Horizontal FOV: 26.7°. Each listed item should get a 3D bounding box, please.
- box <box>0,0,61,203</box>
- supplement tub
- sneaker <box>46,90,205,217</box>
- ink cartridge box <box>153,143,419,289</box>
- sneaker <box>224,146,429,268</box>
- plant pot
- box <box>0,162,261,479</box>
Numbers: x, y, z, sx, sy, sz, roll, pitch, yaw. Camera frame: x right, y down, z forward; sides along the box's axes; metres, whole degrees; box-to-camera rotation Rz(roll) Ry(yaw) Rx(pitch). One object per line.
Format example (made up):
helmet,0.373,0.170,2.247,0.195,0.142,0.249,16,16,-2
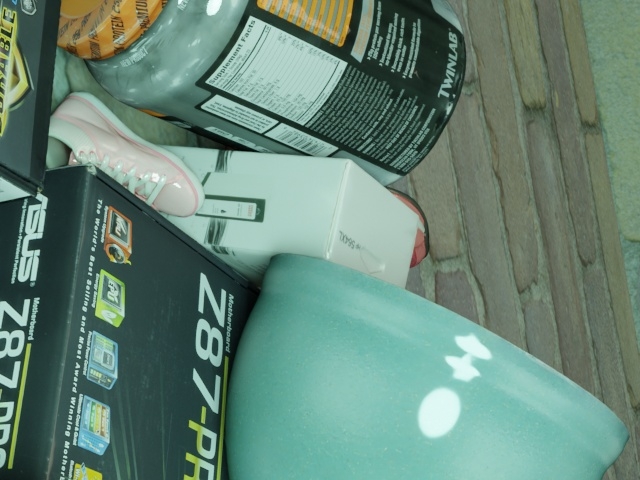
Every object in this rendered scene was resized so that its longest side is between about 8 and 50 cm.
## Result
box,-0.276,-0.207,0.843,0.293,0.073,0.295,40,46,-56
supplement tub,-0.051,-0.168,1.055,0.316,0.194,0.193,21,61,-41
sneaker,-0.156,-0.051,1.016,0.134,0.051,0.070,38,40,-1
ink cartridge box,-0.041,-0.013,1.098,0.148,0.203,0.085,33,66,-59
sneaker,-0.001,0.000,1.338,0.314,0.116,0.136,27,68,-52
plant pot,0.049,0.165,0.977,0.196,0.293,0.293,-63,144,-12
box,-0.137,0.188,0.968,0.318,0.097,0.394,44,44,-55
